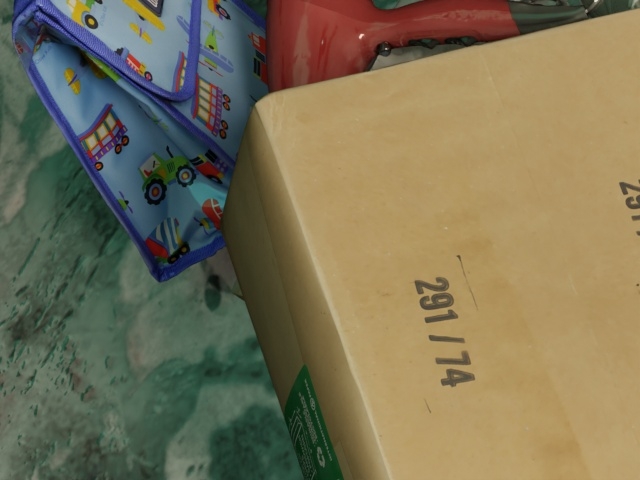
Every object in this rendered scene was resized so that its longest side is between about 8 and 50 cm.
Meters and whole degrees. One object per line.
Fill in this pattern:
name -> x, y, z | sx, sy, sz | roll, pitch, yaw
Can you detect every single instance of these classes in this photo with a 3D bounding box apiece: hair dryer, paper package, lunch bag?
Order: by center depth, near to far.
paper package -> 0.132, 0.055, 0.768 | 0.310, 0.168, 0.324 | -14, 65, -13
hair dryer -> 0.054, -0.163, 0.988 | 0.293, 0.080, 0.223 | -52, 52, 5
lunch bag -> -0.148, -0.152, 1.058 | 0.138, 0.293, 0.221 | -23, 41, 21

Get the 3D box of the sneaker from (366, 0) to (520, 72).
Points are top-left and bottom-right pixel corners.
sneaker -> 0.100, -0.187, 1.093 | 0.235, 0.090, 0.095 | -52, 32, -1

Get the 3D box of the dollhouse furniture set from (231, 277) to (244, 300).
dollhouse furniture set -> 0.000, 0.000, 0.998 | 0.182, 0.161, 0.101 | 16, 76, 37

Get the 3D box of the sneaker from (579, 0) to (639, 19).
sneaker -> 0.246, -0.163, 0.948 | 0.099, 0.121, 0.262 | -38, 52, 10
